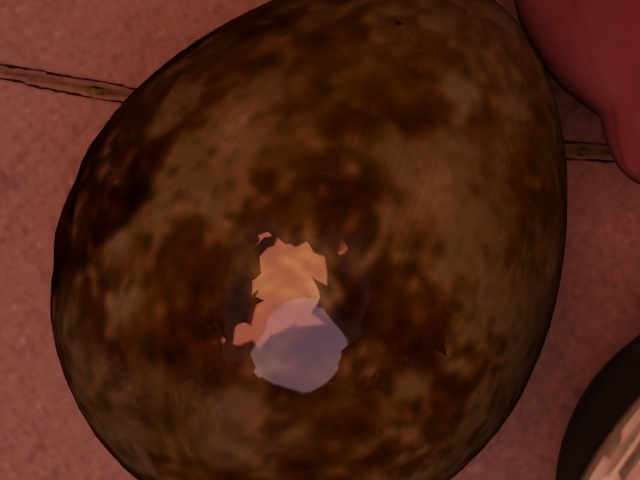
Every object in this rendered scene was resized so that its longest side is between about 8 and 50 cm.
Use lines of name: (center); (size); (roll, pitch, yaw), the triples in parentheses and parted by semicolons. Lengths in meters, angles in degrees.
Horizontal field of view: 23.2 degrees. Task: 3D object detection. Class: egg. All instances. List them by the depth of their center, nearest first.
egg: (0.000, 0.000, 0.756); (0.238, 0.238, 0.289); (26, 82, 3)

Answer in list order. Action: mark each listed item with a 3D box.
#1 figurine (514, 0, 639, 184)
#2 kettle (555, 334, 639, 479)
figurine: (0.181, -0.132, 0.776); (0.173, 0.173, 0.173); (0, 92, 4)
kettle: (0.244, 0.092, 0.666); (0.250, 0.377, 0.361); (32, 93, 6)
